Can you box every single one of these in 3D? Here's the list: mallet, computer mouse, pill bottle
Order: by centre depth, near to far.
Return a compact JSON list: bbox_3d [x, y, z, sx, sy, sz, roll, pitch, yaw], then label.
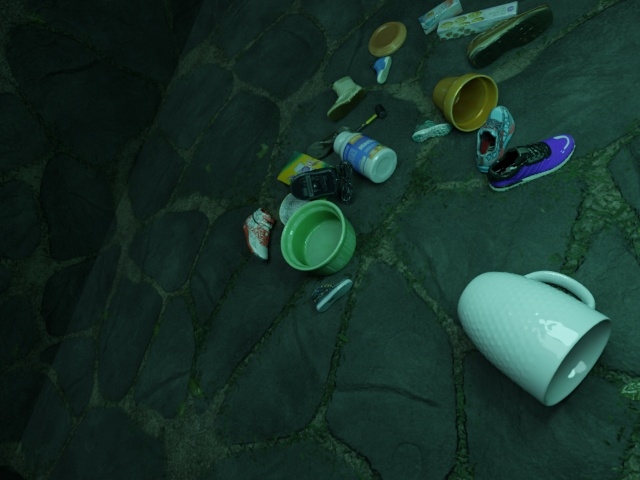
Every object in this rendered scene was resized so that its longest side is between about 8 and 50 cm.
[{"bbox_3d":[0.180,-0.365,1.804,0.152,0.152,0.272,-52,52,3],"label":"pill bottle"},{"bbox_3d":[0.004,-0.241,1.819,0.272,0.189,0.072,-6,22,0],"label":"computer mouse"},{"bbox_3d":[0.220,-0.534,1.934,0.189,0.039,0.062,-43,49,15],"label":"mallet"}]

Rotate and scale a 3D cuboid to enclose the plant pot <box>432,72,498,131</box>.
[{"bbox_3d":[0.537,-0.547,1.636,0.205,0.205,0.188,-45,36,8],"label":"plant pot"}]

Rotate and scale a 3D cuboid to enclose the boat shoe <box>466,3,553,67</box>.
[{"bbox_3d":[0.727,-0.819,1.669,0.324,0.122,0.120,-25,54,22],"label":"boat shoe"}]

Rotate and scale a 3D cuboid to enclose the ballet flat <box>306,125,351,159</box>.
[{"bbox_3d":[0.041,-0.459,2.009,0.249,0.058,0.084,-30,91,26],"label":"ballet flat"}]

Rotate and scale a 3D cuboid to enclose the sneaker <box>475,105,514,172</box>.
[{"bbox_3d":[0.626,-0.383,1.531,0.104,0.125,0.262,8,74,35],"label":"sneaker"}]

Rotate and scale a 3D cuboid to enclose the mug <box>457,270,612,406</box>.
[{"bbox_3d":[0.605,0.218,1.208,0.374,0.276,0.328,-31,41,-19],"label":"mug"}]

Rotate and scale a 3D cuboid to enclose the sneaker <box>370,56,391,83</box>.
[{"bbox_3d":[0.272,-0.800,2.001,0.084,0.058,0.152,9,70,30],"label":"sneaker"}]

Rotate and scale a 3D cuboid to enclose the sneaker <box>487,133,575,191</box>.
[{"bbox_3d":[0.697,-0.274,1.420,0.293,0.146,0.102,-30,55,20],"label":"sneaker"}]

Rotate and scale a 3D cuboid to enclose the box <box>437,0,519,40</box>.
[{"bbox_3d":[0.660,-0.921,1.795,0.324,0.063,0.067,4,73,35],"label":"box"}]

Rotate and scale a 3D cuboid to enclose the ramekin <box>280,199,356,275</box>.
[{"bbox_3d":[0.000,0.000,1.760,0.303,0.148,0.304,-14,62,28],"label":"ramekin"}]

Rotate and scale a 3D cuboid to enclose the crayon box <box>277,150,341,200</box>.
[{"bbox_3d":[-0.056,-0.297,1.976,0.278,0.081,0.165,30,87,39],"label":"crayon box"}]

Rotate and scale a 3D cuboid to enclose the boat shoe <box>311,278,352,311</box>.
[{"bbox_3d":[0.040,0.197,1.696,0.183,0.065,0.083,-42,54,12],"label":"boat shoe"}]

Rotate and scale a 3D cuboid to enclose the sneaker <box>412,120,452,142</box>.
[{"bbox_3d":[0.452,-0.460,1.726,0.166,0.065,0.076,-8,61,29],"label":"sneaker"}]

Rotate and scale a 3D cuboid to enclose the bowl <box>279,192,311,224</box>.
[{"bbox_3d":[-0.095,-0.132,1.926,0.170,0.080,0.170,-14,65,31],"label":"bowl"}]

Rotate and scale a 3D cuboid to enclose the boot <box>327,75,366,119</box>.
[{"bbox_3d":[0.096,-0.691,2.060,0.213,0.077,0.165,-38,53,7],"label":"boot"}]

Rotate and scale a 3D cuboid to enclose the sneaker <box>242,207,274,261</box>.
[{"bbox_3d":[-0.273,-0.037,1.997,0.145,0.090,0.270,-40,50,15],"label":"sneaker"}]

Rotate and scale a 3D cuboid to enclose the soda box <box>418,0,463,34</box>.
[{"bbox_3d":[0.541,-1.017,1.919,0.183,0.063,0.058,-27,56,21],"label":"soda box"}]

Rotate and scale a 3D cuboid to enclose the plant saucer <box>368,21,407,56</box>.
[{"bbox_3d":[0.321,-0.987,2.070,0.199,0.037,0.200,-14,62,28],"label":"plant saucer"}]
